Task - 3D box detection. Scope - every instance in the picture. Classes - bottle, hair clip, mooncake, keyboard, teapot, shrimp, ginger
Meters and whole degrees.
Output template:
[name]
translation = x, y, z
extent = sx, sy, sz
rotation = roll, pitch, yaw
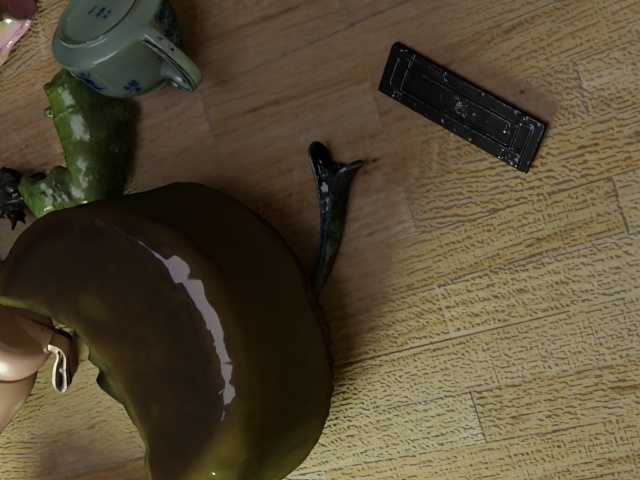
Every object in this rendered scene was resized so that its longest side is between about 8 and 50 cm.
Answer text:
[bottle]
translation = -0.486, 0.199, 1.949
extent = 0.206, 0.173, 0.297
rotation = 34, 123, -11
[hair clip]
translation = 0.000, 0.000, 1.600
extent = 0.070, 0.039, 0.229
rotation = 24, 117, 29
[mooncake]
translation = -0.179, 0.132, 1.637
extent = 0.393, 0.246, 0.394
rotation = 6, 108, 37
[keyboard]
translation = 0.151, -0.145, 1.464
extent = 0.204, 0.013, 0.061
rotation = 33, 120, 26
[teapot]
translation = -0.231, -0.236, 1.659
extent = 0.232, 0.159, 0.159
rotation = 22, 115, 44
[shrimp]
translation = -0.475, -0.013, 1.938
extent = 0.289, 0.075, 0.178
rotation = -3, 108, 37
[ginger]
translation = -0.324, -0.086, 1.779
extent = 0.137, 0.089, 0.290
rotation = 24, 114, 13

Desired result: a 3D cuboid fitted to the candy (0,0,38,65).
[candy]
translation = -0.519, -0.287, 1.867
extent = 0.265, 0.116, 0.155
rotation = -41, 77, 36
